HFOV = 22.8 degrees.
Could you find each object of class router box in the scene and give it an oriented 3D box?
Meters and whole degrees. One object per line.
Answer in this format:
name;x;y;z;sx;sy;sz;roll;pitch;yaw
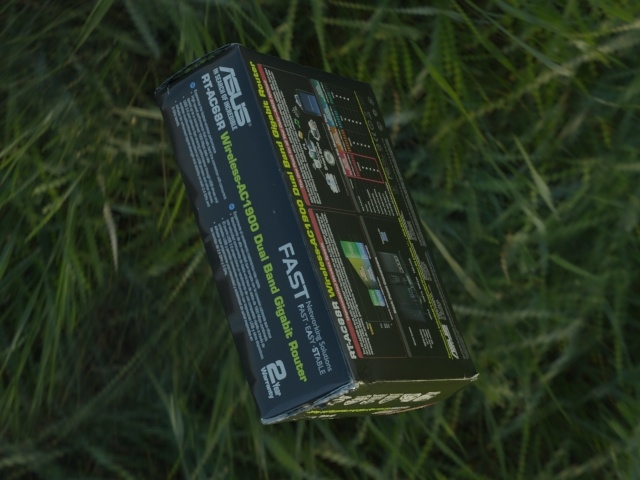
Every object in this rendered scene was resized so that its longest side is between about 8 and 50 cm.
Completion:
router box;0.000;0.000;0.542;0.038;0.092;0.122;-27;73;26
